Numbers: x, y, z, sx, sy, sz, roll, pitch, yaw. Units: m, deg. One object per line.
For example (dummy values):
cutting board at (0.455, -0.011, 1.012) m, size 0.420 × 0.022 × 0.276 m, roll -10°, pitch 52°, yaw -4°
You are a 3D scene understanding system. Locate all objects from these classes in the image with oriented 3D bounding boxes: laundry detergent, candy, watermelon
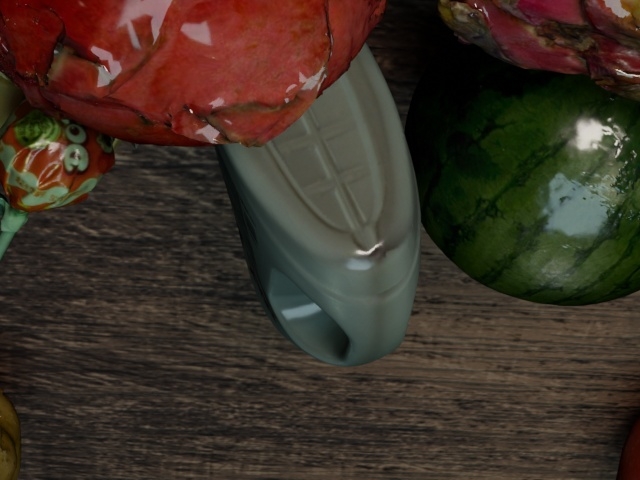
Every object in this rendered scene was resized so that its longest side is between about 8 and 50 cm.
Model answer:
laundry detergent at (0.000, 0.000, 1.377) m, size 0.124 × 0.264 × 0.398 m, roll -22°, pitch 155°, yaw -8°
candy at (-0.225, -0.019, 1.312) m, size 0.084 × 0.078 × 0.288 m, roll -25°, pitch 166°, yaw -33°
watermelon at (0.181, -0.068, 1.290) m, size 0.242 × 0.242 × 0.242 m, roll -1°, pitch 141°, yaw -1°

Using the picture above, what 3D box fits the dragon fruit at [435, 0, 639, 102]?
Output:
dragon fruit at (0.210, -0.220, 1.064) m, size 0.250 × 0.269 × 0.291 m, roll 27°, pitch 161°, yaw -39°

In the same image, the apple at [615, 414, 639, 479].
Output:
apple at (0.407, 0.257, 1.713) m, size 0.260 × 0.217 × 0.260 m, roll 0°, pitch 142°, yaw 0°

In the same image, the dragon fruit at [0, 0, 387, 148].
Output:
dragon fruit at (-0.092, -0.206, 1.074) m, size 0.295 × 0.296 × 0.302 m, roll -23°, pitch 123°, yaw 23°

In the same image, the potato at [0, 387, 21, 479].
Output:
potato at (-0.425, 0.215, 1.690) m, size 0.369 × 0.176 × 0.195 m, roll -29°, pitch 174°, yaw 41°

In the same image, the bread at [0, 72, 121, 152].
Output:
bread at (-0.249, -0.130, 1.294) m, size 0.236 × 0.106 × 0.140 m, roll 15°, pitch 140°, yaw -21°
